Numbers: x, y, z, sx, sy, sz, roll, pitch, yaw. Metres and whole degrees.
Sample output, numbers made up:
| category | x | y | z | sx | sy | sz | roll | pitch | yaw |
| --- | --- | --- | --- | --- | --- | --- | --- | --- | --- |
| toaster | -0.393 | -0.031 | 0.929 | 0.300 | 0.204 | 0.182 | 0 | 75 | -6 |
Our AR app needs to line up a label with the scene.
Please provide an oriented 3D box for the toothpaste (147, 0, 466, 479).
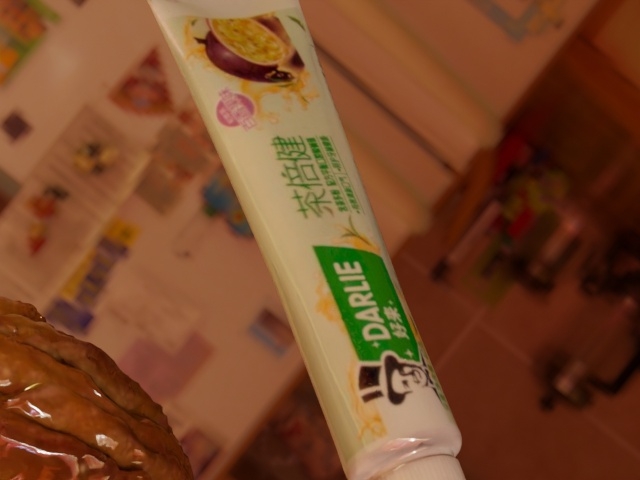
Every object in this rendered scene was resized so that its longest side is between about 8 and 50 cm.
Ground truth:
| category | x | y | z | sx | sy | sz | roll | pitch | yaw |
| --- | --- | --- | --- | --- | --- | --- | --- | --- | --- |
| toothpaste | 0.000 | 0.000 | 0.818 | 0.058 | 0.056 | 0.314 | 33 | -149 | -60 |

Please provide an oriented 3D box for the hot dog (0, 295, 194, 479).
| category | x | y | z | sx | sy | sz | roll | pitch | yaw |
| --- | --- | --- | --- | --- | --- | --- | --- | --- | --- |
| hot dog | -0.214 | 0.204 | 0.880 | 0.267 | 0.388 | 0.174 | 23 | -173 | -9 |
